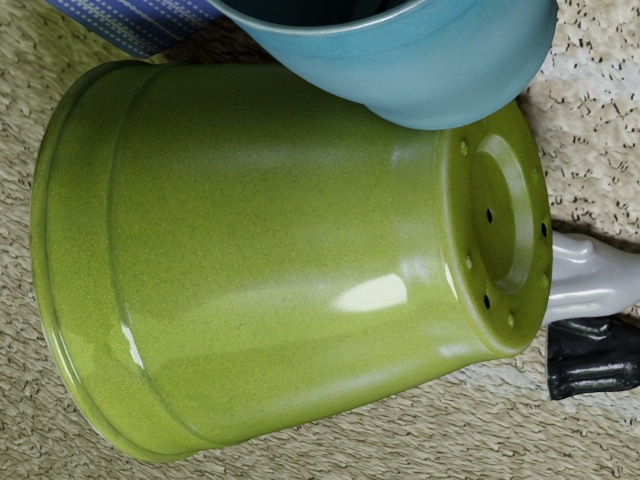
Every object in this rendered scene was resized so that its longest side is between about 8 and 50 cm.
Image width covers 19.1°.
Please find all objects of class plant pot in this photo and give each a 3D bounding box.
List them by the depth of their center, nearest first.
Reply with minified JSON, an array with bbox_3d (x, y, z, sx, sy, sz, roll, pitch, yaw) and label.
[{"bbox_3d":[0.061,-0.215,1.404,0.271,0.272,0.255,1,159,23],"label":"plant pot"},{"bbox_3d":[0.000,0.000,1.640,0.353,0.366,0.366,-7,140,27],"label":"plant pot"}]

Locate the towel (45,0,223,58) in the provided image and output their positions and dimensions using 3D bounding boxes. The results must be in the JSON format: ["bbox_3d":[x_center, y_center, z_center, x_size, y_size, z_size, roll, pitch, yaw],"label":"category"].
[{"bbox_3d":[-0.148,-0.277,1.598,0.243,0.040,0.336,34,145,-26],"label":"towel"}]

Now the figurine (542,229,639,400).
[{"bbox_3d":[0.316,0.067,1.854,0.209,0.092,0.215,-3,142,15],"label":"figurine"}]
